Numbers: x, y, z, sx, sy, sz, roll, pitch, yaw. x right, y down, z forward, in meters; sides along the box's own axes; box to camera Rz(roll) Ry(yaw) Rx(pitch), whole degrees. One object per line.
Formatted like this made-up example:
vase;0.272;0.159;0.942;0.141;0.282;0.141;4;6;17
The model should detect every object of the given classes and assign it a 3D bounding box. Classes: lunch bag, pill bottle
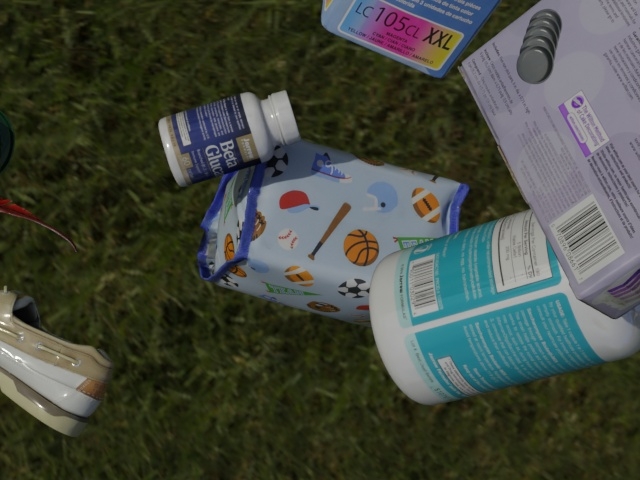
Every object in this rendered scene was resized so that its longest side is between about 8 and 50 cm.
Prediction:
lunch bag;0.000;0.000;1.840;0.328;0.385;0.239;16;72;-11
pill bottle;0.186;0.047;1.066;0.264;0.146;0.146;-18;113;27
pill bottle;-0.115;-0.136;1.580;0.169;0.094;0.094;-17;108;0

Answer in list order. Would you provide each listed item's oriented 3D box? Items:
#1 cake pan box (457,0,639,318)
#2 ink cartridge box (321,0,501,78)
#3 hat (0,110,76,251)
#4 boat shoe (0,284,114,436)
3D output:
cake pan box;0.256;-0.107;0.922;0.246;0.267;0.070;-40;140;24
ink cartridge box;0.153;-0.393;1.168;0.151;0.395;0.270;20;50;-17
hat;-0.452;-0.068;1.566;0.208;0.183;0.173;-20;138;-11
boat shoe;-0.378;0.107;1.460;0.302;0.113;0.103;34;88;8
